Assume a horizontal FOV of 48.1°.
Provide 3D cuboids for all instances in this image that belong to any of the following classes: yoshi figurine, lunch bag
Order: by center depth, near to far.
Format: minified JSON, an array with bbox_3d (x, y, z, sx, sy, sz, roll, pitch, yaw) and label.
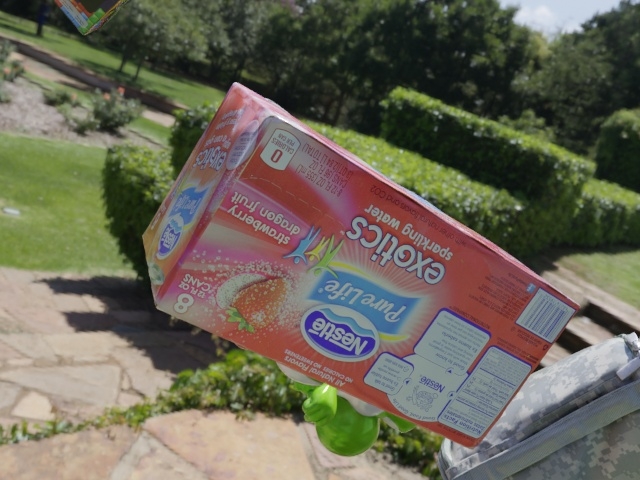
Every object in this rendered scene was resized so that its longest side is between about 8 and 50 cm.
[{"bbox_3d":[0.310,0.251,0.859,0.256,0.305,0.212,35,26,-54],"label":"lunch bag"},{"bbox_3d":[-0.006,0.228,1.149,0.362,0.203,0.203,39,45,-18],"label":"yoshi figurine"}]

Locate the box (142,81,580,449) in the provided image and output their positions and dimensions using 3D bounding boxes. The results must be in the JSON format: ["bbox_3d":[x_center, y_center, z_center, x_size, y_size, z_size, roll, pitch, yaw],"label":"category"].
[{"bbox_3d":[0.030,0.025,0.568,0.300,0.154,0.142,28,10,-25],"label":"box"}]

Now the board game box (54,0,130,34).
[{"bbox_3d":[-0.184,-0.270,0.541,0.170,0.141,0.048,51,21,-17],"label":"board game box"}]

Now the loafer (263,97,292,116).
[{"bbox_3d":[-0.095,-0.098,1.135,0.087,0.251,0.094,17,13,43],"label":"loafer"}]
